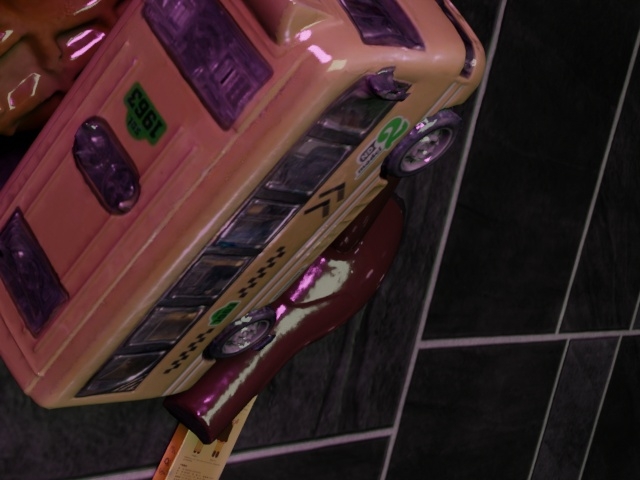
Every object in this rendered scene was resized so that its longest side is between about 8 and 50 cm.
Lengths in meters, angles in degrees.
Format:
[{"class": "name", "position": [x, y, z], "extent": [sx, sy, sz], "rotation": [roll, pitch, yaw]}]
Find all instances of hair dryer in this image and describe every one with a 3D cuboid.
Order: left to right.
[{"class": "hair dryer", "position": [0.000, 0.000, 0.756], "extent": [0.312, 0.123, 0.340], "rotation": [-50, 173, -32]}]

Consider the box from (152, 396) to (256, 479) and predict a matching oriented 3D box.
[{"class": "box", "position": [-0.112, 0.190, 0.904], "extent": [0.073, 0.020, 0.149], "rotation": [32, 82, -47]}]

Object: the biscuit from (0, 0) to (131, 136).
[{"class": "biscuit", "position": [-0.176, -0.203, 0.538], "extent": [0.332, 0.103, 0.332], "rotation": [-34, 153, -20]}]

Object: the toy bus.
[{"class": "toy bus", "position": [-0.076, -0.049, 0.606], "extent": [0.365, 0.177, 0.201], "rotation": [-47, 156, 25]}]
